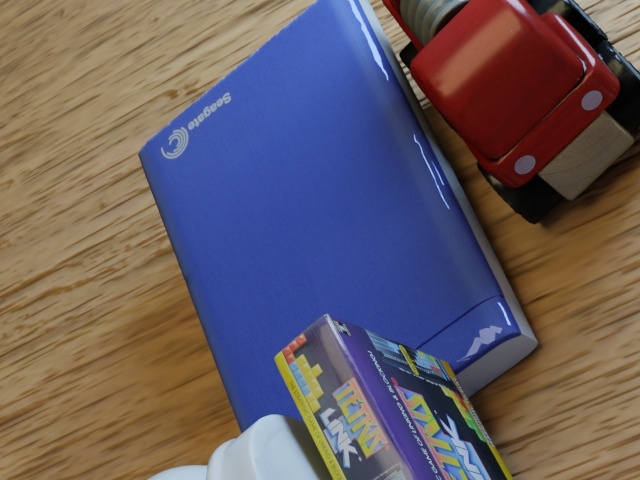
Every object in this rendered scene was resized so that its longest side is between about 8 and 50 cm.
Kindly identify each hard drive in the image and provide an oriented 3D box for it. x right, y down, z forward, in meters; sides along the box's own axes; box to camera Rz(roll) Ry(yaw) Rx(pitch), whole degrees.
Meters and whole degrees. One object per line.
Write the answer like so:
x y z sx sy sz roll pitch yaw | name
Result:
0.000 0.000 1.302 0.210 0.040 0.319 -38 53 20 | hard drive

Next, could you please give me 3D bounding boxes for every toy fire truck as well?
0.092 -0.165 1.205 0.158 0.246 0.217 -44 41 14 | toy fire truck

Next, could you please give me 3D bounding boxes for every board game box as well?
0.060 0.134 1.089 0.048 0.141 0.170 -39 58 17 | board game box

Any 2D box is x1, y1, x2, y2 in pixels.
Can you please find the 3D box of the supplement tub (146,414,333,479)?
-0.084 0.282 1.081 0.331 0.241 0.241 -43 42 15 | supplement tub
